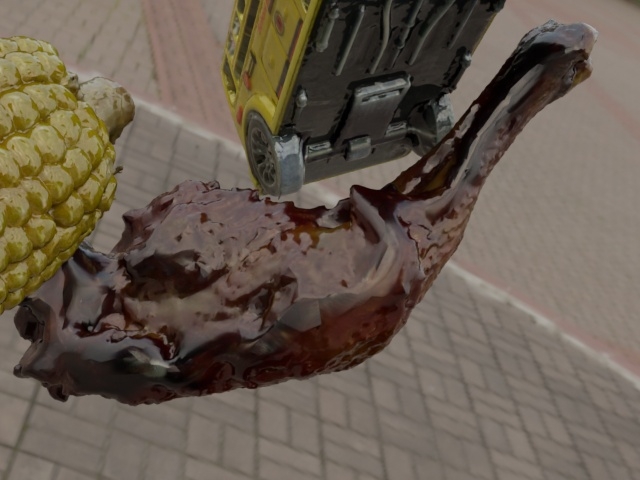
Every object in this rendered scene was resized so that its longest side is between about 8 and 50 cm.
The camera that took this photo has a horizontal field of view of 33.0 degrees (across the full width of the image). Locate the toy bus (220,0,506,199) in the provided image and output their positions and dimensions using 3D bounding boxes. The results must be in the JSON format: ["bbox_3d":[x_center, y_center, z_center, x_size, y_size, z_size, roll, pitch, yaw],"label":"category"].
[{"bbox_3d":[0.028,-0.156,0.664,0.144,0.330,0.152,-16,70,-20],"label":"toy bus"}]

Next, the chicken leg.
[{"bbox_3d":[0.000,0.000,0.656,0.158,0.406,0.096,64,4,23],"label":"chicken leg"}]

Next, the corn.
[{"bbox_3d":[-0.205,0.011,0.461,0.119,0.119,0.322,33,55,21],"label":"corn"}]
